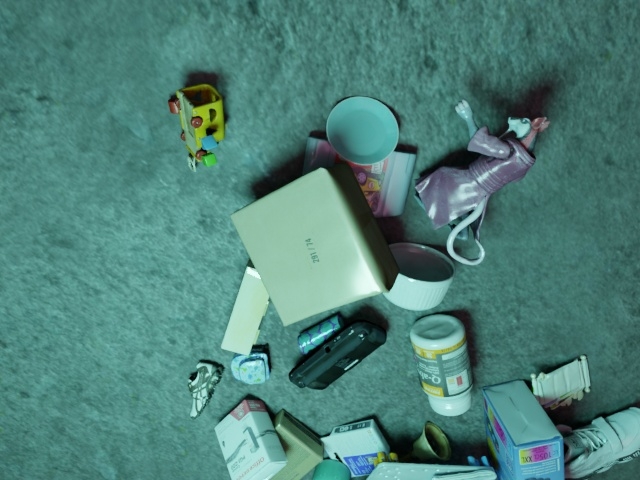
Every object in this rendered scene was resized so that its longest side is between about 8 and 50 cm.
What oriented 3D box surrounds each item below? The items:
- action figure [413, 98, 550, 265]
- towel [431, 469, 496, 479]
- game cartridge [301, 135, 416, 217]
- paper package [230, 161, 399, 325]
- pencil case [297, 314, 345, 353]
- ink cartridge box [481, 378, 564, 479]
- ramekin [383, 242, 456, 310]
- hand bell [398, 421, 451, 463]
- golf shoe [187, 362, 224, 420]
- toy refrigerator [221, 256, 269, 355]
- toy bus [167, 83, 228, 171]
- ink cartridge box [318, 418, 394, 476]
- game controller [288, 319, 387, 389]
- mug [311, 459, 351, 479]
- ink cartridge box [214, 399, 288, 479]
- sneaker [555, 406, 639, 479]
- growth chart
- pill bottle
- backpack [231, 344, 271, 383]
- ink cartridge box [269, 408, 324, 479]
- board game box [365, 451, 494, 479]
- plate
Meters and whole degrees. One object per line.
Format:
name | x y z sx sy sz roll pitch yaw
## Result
action figure | 0.400 -0.160 1.114 0.248 0.275 0.370 20 137 -27
towel | 0.432 0.812 1.458 0.209 0.034 0.285 -4 133 -5
game cartridge | 0.096 -0.163 1.225 0.294 0.060 0.196 8 113 -5
paper package | -0.012 0.010 1.137 0.310 0.168 0.324 -24 94 26
pencil case | 0.005 0.286 1.374 0.152 0.064 0.070 -28 126 8
ink cartridge box | 0.641 0.694 1.441 0.151 0.270 0.395 -13 110 4
ramekin | 0.256 0.101 1.251 0.207 0.207 0.109 6 119 -5
hand bell | 0.311 0.736 1.547 0.126 0.126 0.242 37 117 -14
golf shoe | -0.379 0.467 1.426 0.094 0.077 0.198 26 100 0
toy refrigerator | -0.200 0.186 1.311 0.094 0.102 0.269 18 107 -9
toy bus | -0.287 -0.284 1.132 0.104 0.202 0.190 -26 104 -25
ink cartridge box | 0.128 0.708 1.532 0.208 0.045 0.206 -22 109 22
game controller | 0.053 0.350 1.369 0.319 0.067 0.166 -42 141 21
mug | 0.035 0.839 1.543 0.130 0.097 0.157 -2 116 15
ink cartridge box | -0.218 0.631 1.404 0.158 0.218 0.092 -45 142 12
sneaker | 0.896 0.659 1.483 0.366 0.137 0.210 -43 127 16
growth chart | 0.779 0.467 1.465 0.237 0.021 0.171 -15 109 -16
pill bottle | 0.373 0.377 1.373 0.162 0.162 0.278 -14 109 3
backpack | -0.215 0.383 1.390 0.114 0.084 0.105 -3 108 2
ink cartridge box | -0.135 0.706 1.498 0.193 0.088 0.234 42 103 -9
board game box | 0.308 0.812 1.500 0.390 0.050 0.390 9 130 -13
plate | 0.107 -0.279 1.164 0.188 0.024 0.188 1 79 -7
